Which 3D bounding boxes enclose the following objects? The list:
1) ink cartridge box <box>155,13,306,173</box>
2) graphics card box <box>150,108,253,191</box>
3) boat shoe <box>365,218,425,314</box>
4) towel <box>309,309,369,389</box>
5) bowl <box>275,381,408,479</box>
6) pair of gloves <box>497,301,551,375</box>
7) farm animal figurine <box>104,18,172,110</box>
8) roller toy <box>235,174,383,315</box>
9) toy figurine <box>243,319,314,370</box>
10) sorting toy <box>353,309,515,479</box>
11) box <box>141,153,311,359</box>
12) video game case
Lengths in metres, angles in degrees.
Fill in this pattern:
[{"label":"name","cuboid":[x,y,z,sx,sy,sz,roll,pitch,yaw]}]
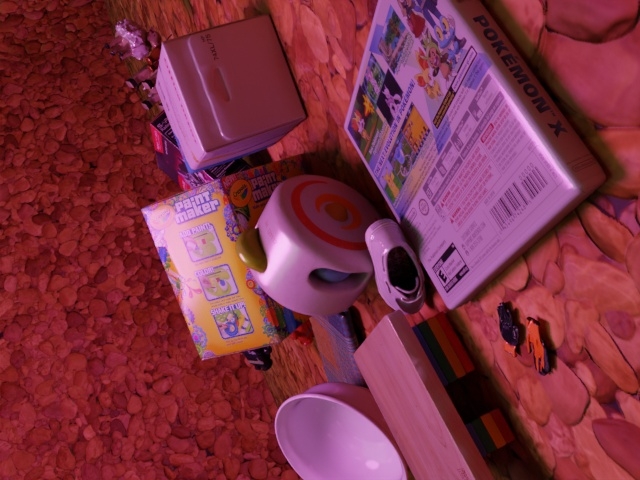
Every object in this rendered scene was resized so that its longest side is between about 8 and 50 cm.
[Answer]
[{"label":"ink cartridge box","cuboid":[-0.180,-0.264,1.149,0.198,0.197,0.270,70,164,-5]},{"label":"graphics card box","cuboid":[-0.236,-0.134,1.446,0.371,0.094,0.233,40,159,4]},{"label":"boat shoe","cuboid":[0.113,0.050,0.827,0.063,0.066,0.184,-116,6,-48]},{"label":"towel","cuboid":[0.053,0.275,1.381,0.271,0.040,0.370,34,143,62]},{"label":"bowl","cuboid":[0.064,0.392,1.235,0.298,0.134,0.297,17,126,25]},{"label":"pair of gloves","cuboid":[0.227,0.109,0.682,0.083,0.010,0.074,39,148,64]},{"label":"farm animal figurine","cuboid":[-0.331,-0.383,1.510,0.327,0.172,0.330,29,155,31]},{"label":"roller toy","cuboid":[0.000,0.000,0.911,0.191,0.209,0.146,37,127,7]},{"label":"toy figurine","cuboid":[-0.139,0.208,1.602,0.209,0.213,0.148,52,170,54]},{"label":"sorting toy","cuboid":[0.166,0.240,0.901,0.257,0.089,0.255,62,163,17]},{"label":"box","cuboid":[-0.121,0.018,1.102,0.177,0.290,0.279,-17,98,28]},{"label":"video game case","cuboid":[0.130,-0.105,0.669,0.300,0.036,0.329,62,163,18]}]
